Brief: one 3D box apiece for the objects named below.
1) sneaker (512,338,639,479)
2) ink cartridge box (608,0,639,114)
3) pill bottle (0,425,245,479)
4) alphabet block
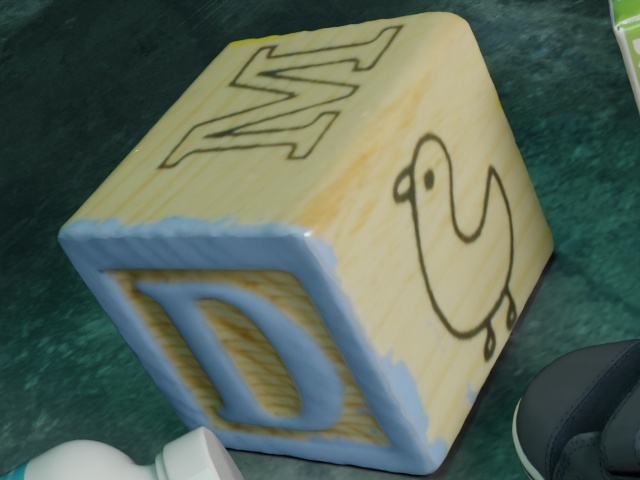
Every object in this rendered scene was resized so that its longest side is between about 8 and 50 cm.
[{"bbox_3d":[0.201,0.081,0.474,0.321,0.127,0.126,13,53,49],"label":"sneaker"},{"bbox_3d":[0.218,-0.046,0.583,0.097,0.189,0.255,-14,35,20],"label":"ink cartridge box"},{"bbox_3d":[-0.151,0.195,0.562,0.264,0.146,0.146,-29,31,-1],"label":"pill bottle"},{"bbox_3d":[0.000,0.000,0.691,0.193,0.192,0.197,2,43,37],"label":"alphabet block"}]
